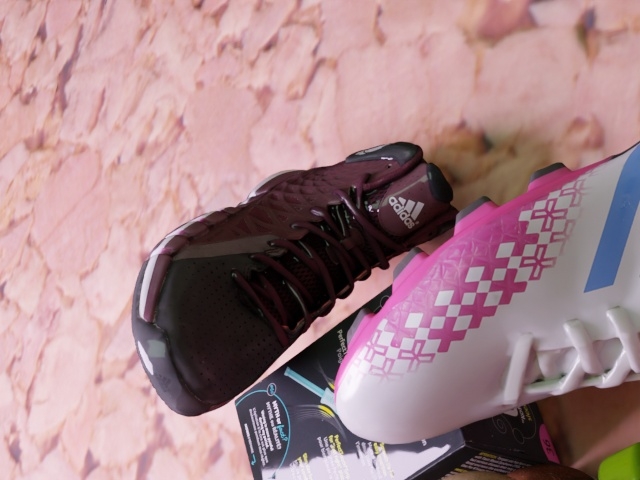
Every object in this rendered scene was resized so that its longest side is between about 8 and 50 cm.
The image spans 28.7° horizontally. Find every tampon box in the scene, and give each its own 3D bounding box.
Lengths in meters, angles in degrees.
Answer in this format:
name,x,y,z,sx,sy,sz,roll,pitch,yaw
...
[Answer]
name,x,y,z,sx,sy,sz,roll,pitch,yaw
tampon box,0.045,0.122,0.789,0.161,0.101,0.120,-38,51,29

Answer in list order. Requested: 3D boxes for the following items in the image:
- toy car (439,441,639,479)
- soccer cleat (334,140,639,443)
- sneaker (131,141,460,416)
name,x,y,z,sx,sy,sz,roll,pitch,yaw
toy car,0.093,0.180,0.651,0.155,0.188,0.149,-35,52,32
soccer cleat,0.162,0.023,0.635,0.331,0.116,0.143,-35,57,1
sneaker,0.000,0.000,0.802,0.162,0.106,0.281,-21,17,29
